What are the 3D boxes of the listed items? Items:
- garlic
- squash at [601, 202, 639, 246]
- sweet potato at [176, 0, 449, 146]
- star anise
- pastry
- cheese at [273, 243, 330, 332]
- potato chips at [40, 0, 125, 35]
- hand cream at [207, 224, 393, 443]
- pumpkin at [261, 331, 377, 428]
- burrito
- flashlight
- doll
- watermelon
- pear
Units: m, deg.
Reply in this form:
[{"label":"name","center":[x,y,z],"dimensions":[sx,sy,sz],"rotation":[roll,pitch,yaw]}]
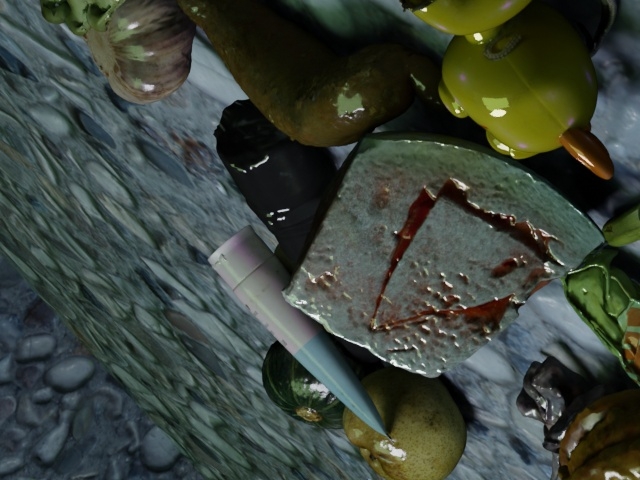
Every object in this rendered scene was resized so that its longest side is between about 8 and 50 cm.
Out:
[{"label":"garlic","center":[-0.182,-0.216,1.458],"dimensions":[0.159,0.102,0.147],"rotation":[60,152,9]},{"label":"squash","center":[0.252,-0.012,1.177],"dimensions":[0.027,0.027,0.083],"rotation":[42,161,-2]},{"label":"sweet potato","center":[-0.011,-0.145,1.293],"dimensions":[0.310,0.098,0.124],"rotation":[29,137,37]},{"label":"star anise","center":[0.281,0.211,1.507],"dimensions":[0.198,0.110,0.257],"rotation":[45,165,-3]},{"label":"pastry","center":[0.336,0.245,1.322],"dimensions":[0.240,0.132,0.235],"rotation":[33,135,-12]},{"label":"cheese","center":[-0.026,0.020,1.780],"dimensions":[0.127,0.050,0.255],"rotation":[26,155,43]},{"label":"potato chips","center":[-0.282,-0.380,1.298],"dimensions":[0.358,0.070,0.429],"rotation":[43,154,24]},{"label":"hand cream","center":[-0.010,0.119,1.743],"dimensions":[0.312,0.070,0.111],"rotation":[49,176,1]},{"label":"pumpkin","center":[0.000,0.189,1.993],"dimensions":[0.167,0.125,0.167],"rotation":[15,165,4]},{"label":"burrito","center":[0.315,0.099,1.214],"dimensions":[0.288,0.054,0.104],"rotation":[45,121,25]},{"label":"flashlight","center":[0.000,0.000,1.612],"dimensions":[0.103,0.103,0.424],"rotation":[27,159,36]},{"label":"doll","center":[0.141,-0.135,1.001],"dimensions":[0.221,0.135,0.143],"rotation":[47,-166,-34]},{"label":"watermelon","center":[0.095,0.019,1.268],"dimensions":[0.213,0.201,0.261],"rotation":[28,170,-3]},{"label":"pear","center":[0.112,0.243,1.871],"dimensions":[0.167,0.136,0.167],"rotation":[42,164,15]}]
